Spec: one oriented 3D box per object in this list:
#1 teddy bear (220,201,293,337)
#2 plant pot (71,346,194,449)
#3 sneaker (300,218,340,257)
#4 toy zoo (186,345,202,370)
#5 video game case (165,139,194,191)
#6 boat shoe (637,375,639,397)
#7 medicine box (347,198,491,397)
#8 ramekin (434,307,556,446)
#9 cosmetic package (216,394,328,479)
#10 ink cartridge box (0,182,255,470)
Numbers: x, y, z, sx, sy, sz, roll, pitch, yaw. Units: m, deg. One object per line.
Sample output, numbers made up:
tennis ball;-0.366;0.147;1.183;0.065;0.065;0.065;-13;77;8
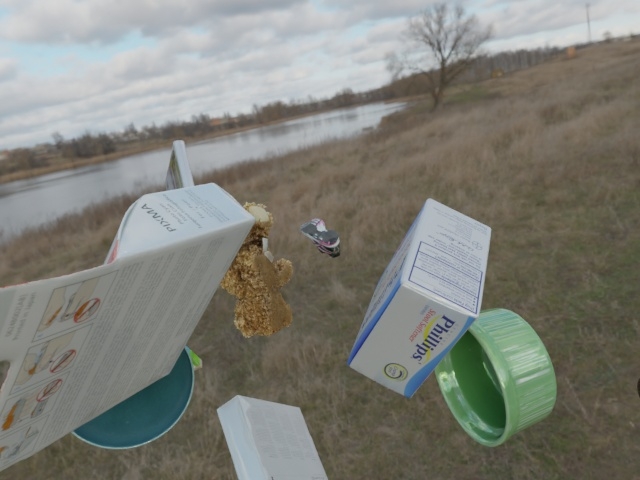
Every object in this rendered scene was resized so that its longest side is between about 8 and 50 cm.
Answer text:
teddy bear;-0.175;0.070;1.386;0.113;0.337;0.245;-10;19;33
plant pot;-0.445;0.299;1.278;0.290;0.290;0.195;-16;8;-15
sneaker;0.000;0.000;1.598;0.072;0.077;0.178;-25;32;-13
toy zoo;-0.497;0.320;1.585;0.192;0.293;0.030;-24;44;9
video game case;-0.280;-0.067;1.140;0.023;0.212;0.193;-10;-15;-23
boat shoe;0.726;0.273;1.180;0.068;0.189;0.072;18;40;37
medicine box;0.199;0.110;1.103;0.149;0.263;0.289;27;39;3
ramekin;0.397;0.302;1.284;0.148;0.303;0.303;-14;13;-17
cosmetic package;-0.142;0.658;1.751;0.097;0.284;0.377;-38;-35;12
ink cartridge box;-0.267;0.097;0.632;0.091;0.308;0.385;40;24;15
